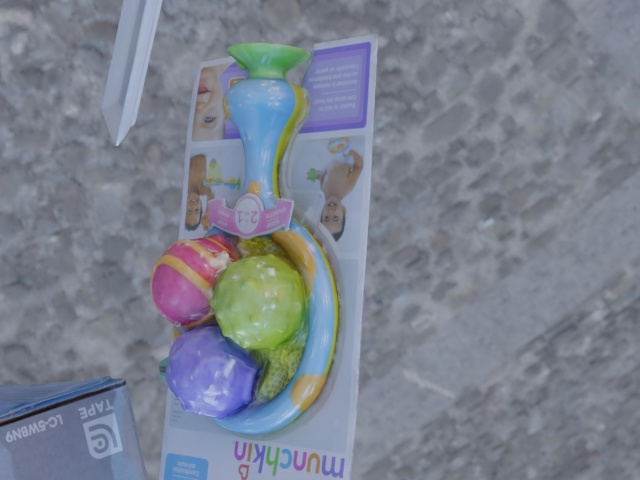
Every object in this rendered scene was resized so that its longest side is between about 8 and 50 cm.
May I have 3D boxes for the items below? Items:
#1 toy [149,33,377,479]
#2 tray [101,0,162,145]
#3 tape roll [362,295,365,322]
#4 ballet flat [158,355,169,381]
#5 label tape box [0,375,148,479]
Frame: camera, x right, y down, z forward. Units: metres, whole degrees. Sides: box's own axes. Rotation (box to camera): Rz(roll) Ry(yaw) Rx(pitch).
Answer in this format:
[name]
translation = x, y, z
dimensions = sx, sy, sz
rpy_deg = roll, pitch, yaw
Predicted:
[toy]
translation = -0.043, 0.018, 0.642
dimensions = 0.056, 0.136, 0.237
rpy_deg = 13, 81, -44
[tray]
translation = -0.262, -0.280, 1.857
dimensions = 0.030, 0.145, 0.270
rpy_deg = 7, 114, -21
[tape roll]
translation = 0.000, 0.000, 1.429
dimensions = 0.080, 0.189, 0.189
rpy_deg = -5, 141, 4
[ballet flat]
translation = -0.087, 0.117, 1.296
dimensions = 0.083, 0.247, 0.087
rpy_deg = 23, 81, -24
[label tape box]
translation = -0.187, 0.256, 0.771
dimensions = 0.240, 0.334, 0.106
rpy_deg = -9, -175, 44
